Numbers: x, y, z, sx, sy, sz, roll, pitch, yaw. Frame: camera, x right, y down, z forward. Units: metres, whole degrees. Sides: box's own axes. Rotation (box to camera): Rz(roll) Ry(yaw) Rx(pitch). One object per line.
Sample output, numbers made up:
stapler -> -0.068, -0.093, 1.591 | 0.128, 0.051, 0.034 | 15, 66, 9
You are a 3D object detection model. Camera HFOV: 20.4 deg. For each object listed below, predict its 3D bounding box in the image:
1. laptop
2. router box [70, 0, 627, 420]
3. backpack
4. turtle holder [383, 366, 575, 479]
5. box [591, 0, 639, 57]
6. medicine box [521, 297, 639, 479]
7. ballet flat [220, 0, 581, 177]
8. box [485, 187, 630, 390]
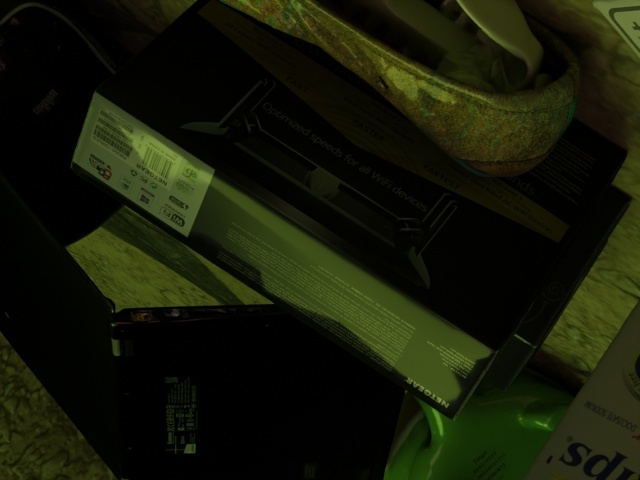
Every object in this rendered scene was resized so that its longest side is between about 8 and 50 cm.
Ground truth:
laptop -> -0.136, 0.063, 1.663 | 0.408, 0.236, 0.382 | -2, 151, -6
router box -> 0.025, -0.055, 1.216 | 0.309, 0.243, 0.081 | 34, 135, 7
backpack -> -0.292, -0.122, 1.750 | 0.253, 0.225, 0.191 | 44, -175, -35
turtle holder -> 0.149, 0.232, 1.838 | 0.320, 0.243, 0.227 | 21, -172, -27
box -> 0.254, -0.126, 0.656 | 0.087, 0.169, 0.290 | 42, 164, -25
medicine box -> 0.278, 0.154, 1.225 | 0.149, 0.289, 0.263 | 27, 163, 28
ballet flat -> 0.022, -0.175, 1.150 | 0.349, 0.123, 0.123 | 36, 165, -2
box -> 0.079, -0.024, 1.393 | 0.270, 0.143, 0.165 | 32, 165, 8
